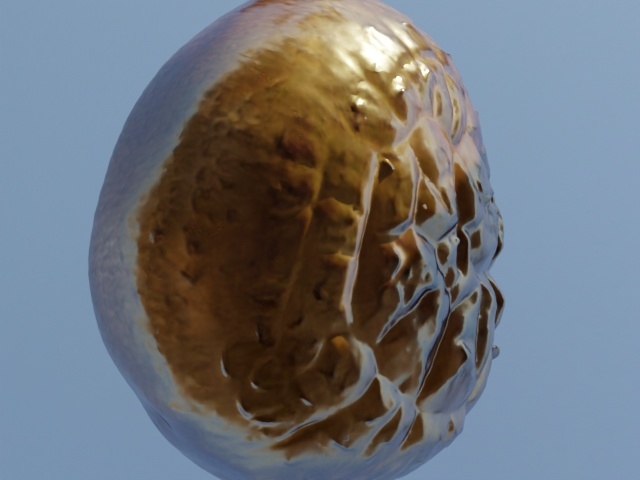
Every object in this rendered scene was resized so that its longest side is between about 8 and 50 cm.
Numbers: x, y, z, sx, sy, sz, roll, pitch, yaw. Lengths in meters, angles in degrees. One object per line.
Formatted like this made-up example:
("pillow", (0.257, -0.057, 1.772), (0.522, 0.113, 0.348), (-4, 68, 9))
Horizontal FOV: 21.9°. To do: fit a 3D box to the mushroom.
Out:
("mushroom", (0.000, 0.000, 0.792), (0.153, 0.253, 0.253), (0, -93, 29))
